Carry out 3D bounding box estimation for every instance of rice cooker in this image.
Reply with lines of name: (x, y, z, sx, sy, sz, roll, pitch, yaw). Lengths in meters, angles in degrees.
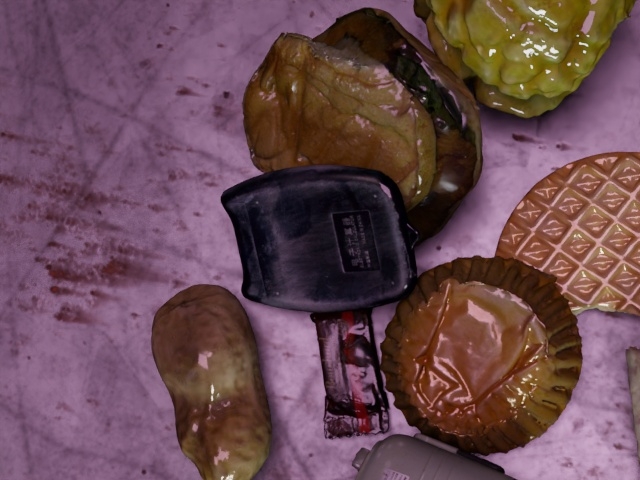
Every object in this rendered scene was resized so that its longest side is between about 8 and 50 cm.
rice cooker: (0.133, 0.338, 1.635, 0.244, 0.226, 0.226, 24, 85, 14)

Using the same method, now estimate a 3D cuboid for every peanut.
peanut: (-0.126, 0.173, 1.740, 0.122, 0.137, 0.253, -15, 81, 7)

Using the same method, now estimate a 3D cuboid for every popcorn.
popcorn: (0.244, -0.298, 1.710, 0.247, 0.282, 0.282, 40, 88, 15)

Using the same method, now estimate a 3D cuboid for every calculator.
calculator: (0.000, 0.000, 1.722, 0.268, 0.040, 0.177, -6, 104, 33)

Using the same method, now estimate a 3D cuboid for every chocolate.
chocolate: (0.034, 0.144, 1.775, 0.086, 0.028, 0.182, -7, 81, 10)

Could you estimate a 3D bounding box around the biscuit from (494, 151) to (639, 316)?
biscuit: (0.362, -0.006, 1.747, 0.309, 0.040, 0.204, 6, 81, 9)

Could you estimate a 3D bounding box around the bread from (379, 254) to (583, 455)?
bread: (0.180, 0.135, 1.690, 0.240, 0.139, 0.239, 2, 97, 13)

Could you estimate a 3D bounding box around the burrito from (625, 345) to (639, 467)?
burrito: (0.429, 0.262, 1.662, 0.143, 0.105, 0.299, -6, 81, 11)

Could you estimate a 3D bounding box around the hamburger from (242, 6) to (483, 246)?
hamburger: (0.054, -0.127, 1.739, 0.134, 0.265, 0.285, -27, 72, -42)
